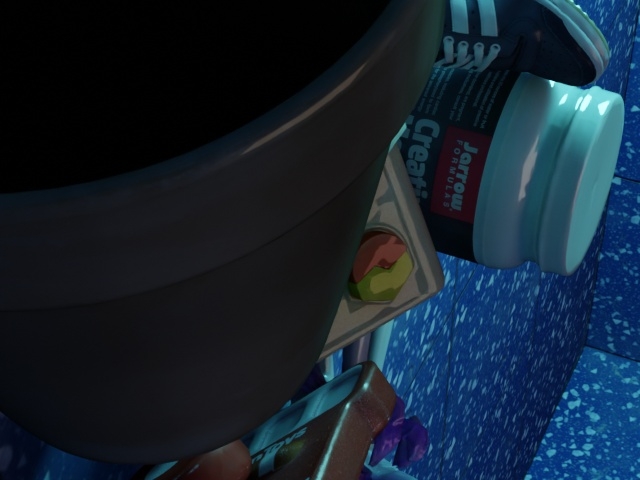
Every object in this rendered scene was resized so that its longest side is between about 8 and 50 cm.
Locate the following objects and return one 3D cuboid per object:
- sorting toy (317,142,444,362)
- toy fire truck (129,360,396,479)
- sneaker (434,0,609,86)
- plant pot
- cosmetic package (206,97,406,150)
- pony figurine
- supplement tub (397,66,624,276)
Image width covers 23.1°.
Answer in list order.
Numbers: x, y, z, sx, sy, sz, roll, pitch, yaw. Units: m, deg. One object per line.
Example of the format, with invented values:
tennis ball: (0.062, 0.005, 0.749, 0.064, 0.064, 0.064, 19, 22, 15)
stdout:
sorting toy: (0.000, 0.000, 1.273, 0.208, 0.038, 0.193, -30, 112, -24)
toy fire truck: (-0.085, 0.222, 1.158, 0.302, 0.169, 0.254, -35, -171, 24)
sneaker: (0.089, -0.168, 1.293, 0.153, 0.282, 0.099, -60, -179, -21)
plant pot: (-0.097, -0.048, 0.731, 0.280, 0.323, 0.323, 81, 31, -51)
cosmetic package: (-0.064, -0.160, 0.908, 0.160, 0.113, 0.310, -52, 132, -49)
pony figurine: (0.014, 0.184, 1.436, 0.351, 0.302, 0.364, 5, 86, -80)
supplement tub: (0.119, -0.085, 1.421, 0.191, 0.272, 0.191, 17, 90, -72)
